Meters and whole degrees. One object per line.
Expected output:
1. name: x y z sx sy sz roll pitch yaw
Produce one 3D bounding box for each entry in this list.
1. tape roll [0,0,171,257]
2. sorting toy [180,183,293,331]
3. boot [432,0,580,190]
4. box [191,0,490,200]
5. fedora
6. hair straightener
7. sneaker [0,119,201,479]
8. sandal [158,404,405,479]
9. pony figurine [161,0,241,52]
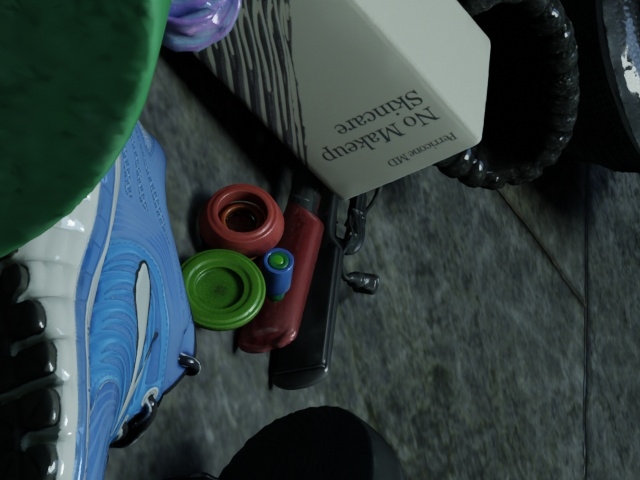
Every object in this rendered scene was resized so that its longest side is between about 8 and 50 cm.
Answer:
1. tape roll: -0.192 -0.103 0.413 0.321 0.321 0.077 49 38 -42
2. sorting toy: -0.046 0.017 0.940 0.042 0.061 0.102 98 8 -56
3. boot: 0.071 -0.228 1.114 0.348 0.131 0.260 55 21 -36
4. box: -0.022 -0.151 0.946 0.275 0.113 0.094 43 39 -33
5. fedora: 0.252 -0.153 1.455 0.334 0.152 0.334 35 49 -52
6. hair straightener: 0.000 0.000 1.044 0.089 0.047 0.230 53 31 -39
7. sneaker: -0.109 0.062 0.708 0.147 0.130 0.330 41 44 -45
8. sandal: -0.076 0.199 0.687 0.107 0.167 0.446 47 36 -15
9. pony figurine: -0.073 -0.231 0.685 0.303 0.351 0.363 57 37 -43
